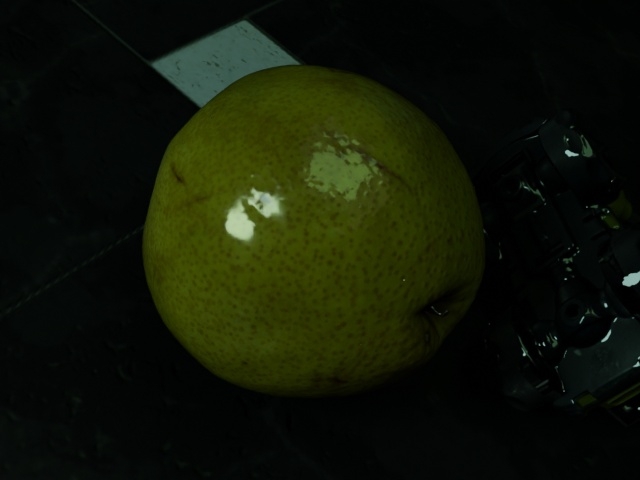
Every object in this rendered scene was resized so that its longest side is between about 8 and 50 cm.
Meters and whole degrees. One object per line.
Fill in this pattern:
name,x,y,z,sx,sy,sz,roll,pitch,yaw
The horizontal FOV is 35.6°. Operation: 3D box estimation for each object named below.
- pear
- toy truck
pear,0.000,0.000,0.616,0.209,0.209,0.208,12,47,-13
toy truck,0.197,0.025,0.734,0.165,0.147,0.224,22,38,-43
